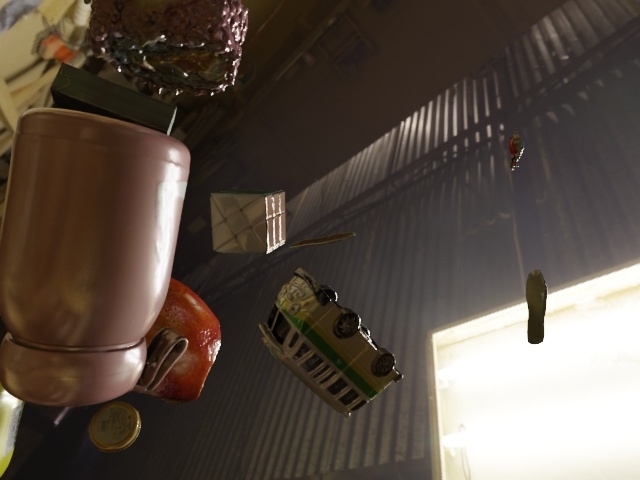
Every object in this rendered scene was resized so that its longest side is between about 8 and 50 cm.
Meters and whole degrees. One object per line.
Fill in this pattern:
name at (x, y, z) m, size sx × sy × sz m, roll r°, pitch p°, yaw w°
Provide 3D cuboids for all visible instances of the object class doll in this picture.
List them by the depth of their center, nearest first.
doll at (0.536, -0.252, 1.224) m, size 0.039 × 0.057 × 0.114 m, roll 4°, pitch -96°, yaw 36°

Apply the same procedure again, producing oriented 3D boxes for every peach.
peach at (-0.419, 0.221, 1.110) m, size 0.242 × 0.381 × 0.306 m, roll -59°, pitch 179°, yaw 2°

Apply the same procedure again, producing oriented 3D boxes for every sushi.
sushi at (-0.264, -0.385, 0.805) m, size 0.236 × 0.270 × 0.170 m, roll 83°, pitch 15°, yaw -81°

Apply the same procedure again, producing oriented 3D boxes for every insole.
insole at (0.000, 0.000, 1.019) m, size 0.194 × 0.006 × 0.065 m, roll -8°, pitch -165°, yaw 45°
insole at (0.501, 0.151, 1.038) m, size 0.063 × 0.010 × 0.191 m, roll -47°, pitch -156°, yaw 57°

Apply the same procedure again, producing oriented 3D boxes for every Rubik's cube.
Rubik's cube at (-0.273, -0.079, 1.718) m, size 0.231 × 0.221 × 0.225 m, roll 3°, pitch -168°, yaw 14°

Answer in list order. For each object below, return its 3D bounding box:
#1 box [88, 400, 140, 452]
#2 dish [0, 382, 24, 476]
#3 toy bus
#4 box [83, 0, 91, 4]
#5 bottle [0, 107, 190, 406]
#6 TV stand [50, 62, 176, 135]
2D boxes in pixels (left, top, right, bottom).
box at (-0.459, 0.416, 1.001) m, size 0.105 × 0.106 × 0.037 m, roll -60°, pitch 173°, yaw -34°
dish at (-0.521, 0.261, 0.599) m, size 0.108 × 0.221 × 0.262 m, roll 1°, pitch -109°, yaw 53°
toy bus at (0.012, 0.218, 0.933) m, size 0.179 × 0.305 × 0.143 m, roll -42°, pitch -150°, yaw -4°
box at (-0.607, -0.711, 1.226) m, size 0.089 × 0.062 × 0.122 m, roll 5°, pitch -121°, yaw 28°
bottle at (-0.236, 0.026, 0.498) m, size 0.173 × 0.207 × 0.296 m, roll 7°, pitch -91°, yaw 46°
TV stand at (-0.508, -0.333, 1.114) m, size 0.088 × 0.270 × 0.082 m, roll 152°, pitch -46°, yaw -65°
